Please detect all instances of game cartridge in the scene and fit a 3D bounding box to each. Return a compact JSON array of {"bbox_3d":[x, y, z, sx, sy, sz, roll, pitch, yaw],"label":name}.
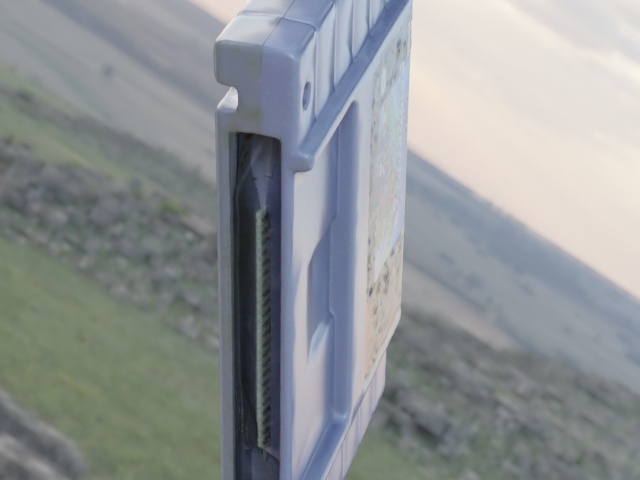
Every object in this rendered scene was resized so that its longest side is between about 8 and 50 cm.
[{"bbox_3d":[0.000,0.000,1.098,0.068,0.355,0.230,11,33,17],"label":"game cartridge"}]
